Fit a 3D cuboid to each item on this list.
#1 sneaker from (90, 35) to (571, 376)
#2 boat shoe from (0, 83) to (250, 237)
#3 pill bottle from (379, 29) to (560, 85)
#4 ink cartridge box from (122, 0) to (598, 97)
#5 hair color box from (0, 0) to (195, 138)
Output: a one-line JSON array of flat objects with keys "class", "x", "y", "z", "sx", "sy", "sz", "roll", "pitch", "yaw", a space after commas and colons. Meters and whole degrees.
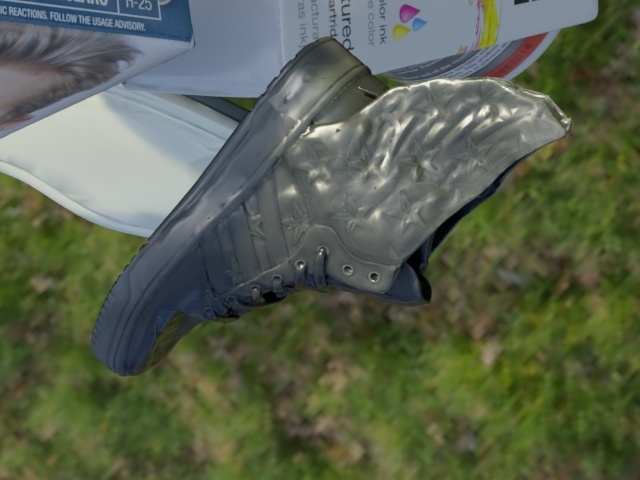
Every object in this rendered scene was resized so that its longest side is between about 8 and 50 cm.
[{"class": "sneaker", "x": 0.001, "y": 0.000, "z": 0.624, "sx": 0.089, "sy": 0.170, "sz": 0.051, "roll": 40, "pitch": -167, "yaw": 9}, {"class": "boat shoe", "x": -0.155, "y": -0.089, "z": 1.066, "sx": 0.319, "sy": 0.099, "sz": 0.116, "roll": 15, "pitch": 135, "yaw": 4}, {"class": "pill bottle", "x": 0.010, "y": -0.239, "z": 1.307, "sx": 0.210, "sy": 0.210, "sz": 0.363, "roll": 17, "pitch": -177, "yaw": 42}, {"class": "ink cartridge box", "x": 0.023, "y": -0.194, "z": 0.938, "sx": 0.117, "sy": 0.278, "sz": 0.201, "roll": 7, "pitch": 107, "yaw": 39}, {"class": "hair color box", "x": -0.234, "y": -0.084, "z": 0.787, "sx": 0.347, "sy": 0.174, "sz": 0.105, "roll": -19, "pitch": 76, "yaw": 43}]
